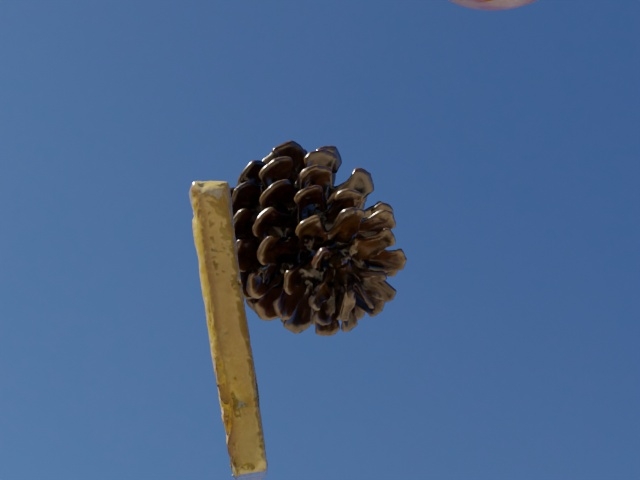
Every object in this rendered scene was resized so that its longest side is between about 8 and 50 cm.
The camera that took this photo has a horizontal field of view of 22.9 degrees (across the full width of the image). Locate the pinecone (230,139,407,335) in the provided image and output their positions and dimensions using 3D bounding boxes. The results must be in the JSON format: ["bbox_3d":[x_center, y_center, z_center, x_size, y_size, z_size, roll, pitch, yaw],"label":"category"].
[{"bbox_3d":[-0.001,0.008,1.371,0.165,0.163,0.163,41,-21,47],"label":"pinecone"}]

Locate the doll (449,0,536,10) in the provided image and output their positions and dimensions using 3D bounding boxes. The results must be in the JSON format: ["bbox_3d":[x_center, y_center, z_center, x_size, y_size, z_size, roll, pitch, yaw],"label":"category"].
[{"bbox_3d":[0.157,-0.259,1.177,0.167,0.162,0.269,51,-26,-13],"label":"doll"}]

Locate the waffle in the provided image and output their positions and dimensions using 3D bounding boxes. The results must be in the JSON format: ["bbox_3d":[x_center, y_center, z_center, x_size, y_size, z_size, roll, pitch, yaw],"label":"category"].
[{"bbox_3d":[-0.043,0.045,0.737,0.021,0.135,0.092,-8,-12,-3],"label":"waffle"}]
